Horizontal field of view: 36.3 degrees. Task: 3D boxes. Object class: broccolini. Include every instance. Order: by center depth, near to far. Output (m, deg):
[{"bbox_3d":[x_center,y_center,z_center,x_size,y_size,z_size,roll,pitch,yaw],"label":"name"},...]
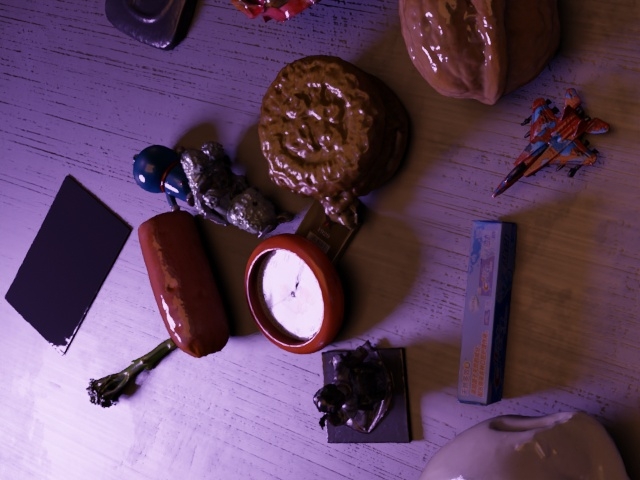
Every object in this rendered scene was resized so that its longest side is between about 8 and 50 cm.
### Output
[{"bbox_3d":[-0.345,0.239,1.787,0.216,0.058,0.067,-34,70,23],"label":"broccolini"}]

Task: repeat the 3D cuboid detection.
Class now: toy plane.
[{"bbox_3d":[0.324,-0.128,1.422,0.189,0.061,0.130,-47,69,24],"label":"toy plane"}]

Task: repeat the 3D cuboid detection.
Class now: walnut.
[{"bbox_3d":[0.228,-0.322,1.393,0.224,0.257,0.257,-11,82,-4],"label":"walnut"}]

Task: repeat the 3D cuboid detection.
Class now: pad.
[{"bbox_3d":[-0.500,0.049,1.910,0.202,0.005,0.300,37,106,26],"label":"pad"}]

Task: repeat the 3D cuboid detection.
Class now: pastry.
[{"bbox_3d":[0.007,-0.173,1.550,0.240,0.132,0.235,37,98,28],"label":"pastry"}]

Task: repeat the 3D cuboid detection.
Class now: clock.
[{"bbox_3d":[-0.044,0.088,1.608,0.205,0.051,0.205,13,111,37],"label":"clock"}]

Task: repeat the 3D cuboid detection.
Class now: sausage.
[{"bbox_3d":[-0.237,0.081,1.700,0.113,0.113,0.259,-26,75,26],"label":"sausage"}]

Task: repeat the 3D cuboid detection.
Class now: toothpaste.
[{"bbox_3d":[0.249,0.106,1.452,0.053,0.066,0.272,6,92,29],"label":"toothpaste"}]

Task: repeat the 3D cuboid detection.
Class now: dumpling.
[{"bbox_3d":[0.270,0.407,1.348,0.395,0.233,0.315,-35,74,39],"label":"dumpling"}]

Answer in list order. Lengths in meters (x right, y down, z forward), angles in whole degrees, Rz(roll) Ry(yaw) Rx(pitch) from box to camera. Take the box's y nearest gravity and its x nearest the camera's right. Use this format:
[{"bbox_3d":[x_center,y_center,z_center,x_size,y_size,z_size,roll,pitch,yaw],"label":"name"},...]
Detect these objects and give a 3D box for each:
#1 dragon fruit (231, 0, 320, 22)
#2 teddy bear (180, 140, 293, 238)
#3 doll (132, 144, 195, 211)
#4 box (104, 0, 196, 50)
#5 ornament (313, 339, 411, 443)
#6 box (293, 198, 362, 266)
[{"bbox_3d":[-0.074,-0.502,1.529,0.250,0.269,0.291,-33,102,18],"label":"dragon fruit"},{"bbox_3d":[-0.158,-0.066,1.655,0.213,0.133,0.111,44,117,10],"label":"teddy bear"},{"bbox_3d":[-0.275,-0.118,1.748,0.152,0.085,0.114,26,86,17],"label":"doll"},{"bbox_3d":[-0.311,-0.472,1.799,0.201,0.042,0.212,26,102,25],"label":"box"},{"bbox_3d":[0.028,0.240,1.500,0.153,0.196,0.166,-8,84,28],"label":"ornament"},{"bbox_3d":[0.000,0.000,1.620,0.090,0.023,0.133,38,106,23],"label":"box"}]
